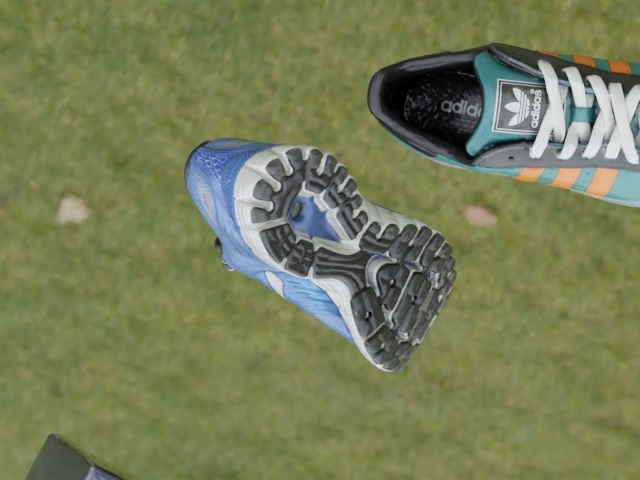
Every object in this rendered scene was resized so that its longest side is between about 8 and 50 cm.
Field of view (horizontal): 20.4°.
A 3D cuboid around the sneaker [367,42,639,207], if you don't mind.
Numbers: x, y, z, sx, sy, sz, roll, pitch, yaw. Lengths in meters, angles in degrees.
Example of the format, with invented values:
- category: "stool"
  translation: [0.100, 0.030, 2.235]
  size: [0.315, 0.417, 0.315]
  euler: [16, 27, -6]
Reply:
- category: "sneaker"
  translation: [0.173, -0.084, 1.289]
  size: [0.302, 0.108, 0.121]
  euler: [5, 180, 28]

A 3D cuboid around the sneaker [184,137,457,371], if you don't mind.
- category: "sneaker"
  translation: [0.000, 0.000, 1.543]
  size: [0.147, 0.129, 0.330]
  euler: [25, 167, 42]

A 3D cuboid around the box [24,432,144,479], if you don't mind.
- category: "box"
  translation: [-0.146, 0.358, 1.432]
  size: [0.294, 0.296, 0.183]
  euler: [29, 173, -17]
